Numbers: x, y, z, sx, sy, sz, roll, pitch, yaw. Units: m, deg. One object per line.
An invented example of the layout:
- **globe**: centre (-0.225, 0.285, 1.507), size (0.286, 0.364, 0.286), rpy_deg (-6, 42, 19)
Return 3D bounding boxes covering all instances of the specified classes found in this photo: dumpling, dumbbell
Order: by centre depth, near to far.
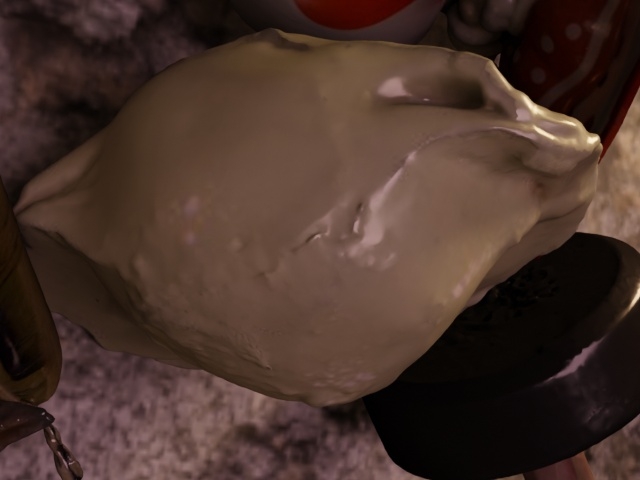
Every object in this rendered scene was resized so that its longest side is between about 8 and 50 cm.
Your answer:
- **dumpling**: centre (0.000, 0.000, 0.790), size (0.193, 0.258, 0.147), rpy_deg (43, 36, -50)
- **dumbbell**: centre (0.121, 0.121, 0.931), size (0.152, 0.152, 0.218), rpy_deg (-37, 115, -31)

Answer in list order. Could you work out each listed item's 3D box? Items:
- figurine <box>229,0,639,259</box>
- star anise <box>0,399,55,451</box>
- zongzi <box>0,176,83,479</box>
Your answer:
- **figurine**: centre (0.031, -0.130, 0.838), size (0.226, 0.183, 0.160), rpy_deg (18, 40, -6)
- **star anise**: centre (-0.189, 0.088, 0.707), size (0.180, 0.061, 0.204), rpy_deg (-43, 129, 18)
- **zongzi**: centre (-0.197, 0.038, 0.735), size (0.178, 0.081, 0.189), rpy_deg (-23, 124, -13)
